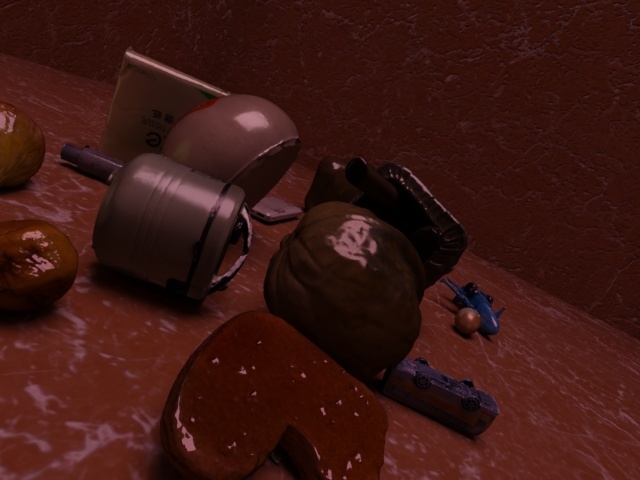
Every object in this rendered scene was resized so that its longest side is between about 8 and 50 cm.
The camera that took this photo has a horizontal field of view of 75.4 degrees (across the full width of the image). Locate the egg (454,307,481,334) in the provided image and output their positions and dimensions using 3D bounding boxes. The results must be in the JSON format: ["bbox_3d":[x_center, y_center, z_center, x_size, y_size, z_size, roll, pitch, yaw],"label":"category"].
[{"bbox_3d":[0.412,0.228,1.161,0.071,0.071,0.083,28,19,11],"label":"egg"}]

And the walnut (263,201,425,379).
[{"bbox_3d":[0.043,0.080,0.722,0.277,0.253,0.282,45,-5,-24],"label":"walnut"}]

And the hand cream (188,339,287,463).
[{"bbox_3d":[-0.098,0.200,0.533,0.174,0.047,0.076,39,18,16],"label":"hand cream"}]

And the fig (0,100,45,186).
[{"bbox_3d":[-0.611,-0.153,0.781,0.159,0.159,0.257,12,37,-39],"label":"fig"}]

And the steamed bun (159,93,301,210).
[{"bbox_3d":[-0.235,-0.200,1.010,0.241,0.374,0.374,46,17,3],"label":"steamed bun"}]

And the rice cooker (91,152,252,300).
[{"bbox_3d":[-0.241,-0.020,0.719,0.244,0.226,0.226,19,16,-7],"label":"rice cooker"}]

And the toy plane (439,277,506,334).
[{"bbox_3d":[0.499,0.209,1.315,0.254,0.105,0.271,36,8,-17],"label":"toy plane"}]

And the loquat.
[{"bbox_3d":[-0.384,0.032,0.521,0.137,0.113,0.137,14,38,-11],"label":"loquat"}]

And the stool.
[{"bbox_3d":[0.133,0.000,0.981,0.310,0.310,0.226,50,29,21],"label":"stool"}]

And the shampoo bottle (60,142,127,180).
[{"bbox_3d":[-0.555,-0.189,1.073,0.213,0.072,0.072,22,15,-10],"label":"shampoo bottle"}]

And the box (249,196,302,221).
[{"bbox_3d":[-0.173,-0.113,1.454,0.142,0.044,0.285,26,15,14],"label":"box"}]

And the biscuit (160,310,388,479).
[{"bbox_3d":[-0.038,0.213,0.492,0.277,0.052,0.262,39,22,-6],"label":"biscuit"}]

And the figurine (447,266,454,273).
[{"bbox_3d":[0.229,0.021,1.168,0.342,0.285,0.167,37,17,32],"label":"figurine"}]

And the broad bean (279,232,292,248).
[{"bbox_3d":[-0.048,0.025,1.107,0.124,0.082,0.174,26,14,-4],"label":"broad bean"}]

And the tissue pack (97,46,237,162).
[{"bbox_3d":[-0.439,-0.356,1.303,0.404,0.332,0.205,17,15,-23],"label":"tissue pack"}]

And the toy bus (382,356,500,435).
[{"bbox_3d":[0.201,0.262,0.710,0.190,0.075,0.064,25,14,4],"label":"toy bus"}]

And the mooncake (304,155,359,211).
[{"bbox_3d":[0.176,-0.163,1.755,0.466,0.262,0.467,24,17,-8],"label":"mooncake"}]
